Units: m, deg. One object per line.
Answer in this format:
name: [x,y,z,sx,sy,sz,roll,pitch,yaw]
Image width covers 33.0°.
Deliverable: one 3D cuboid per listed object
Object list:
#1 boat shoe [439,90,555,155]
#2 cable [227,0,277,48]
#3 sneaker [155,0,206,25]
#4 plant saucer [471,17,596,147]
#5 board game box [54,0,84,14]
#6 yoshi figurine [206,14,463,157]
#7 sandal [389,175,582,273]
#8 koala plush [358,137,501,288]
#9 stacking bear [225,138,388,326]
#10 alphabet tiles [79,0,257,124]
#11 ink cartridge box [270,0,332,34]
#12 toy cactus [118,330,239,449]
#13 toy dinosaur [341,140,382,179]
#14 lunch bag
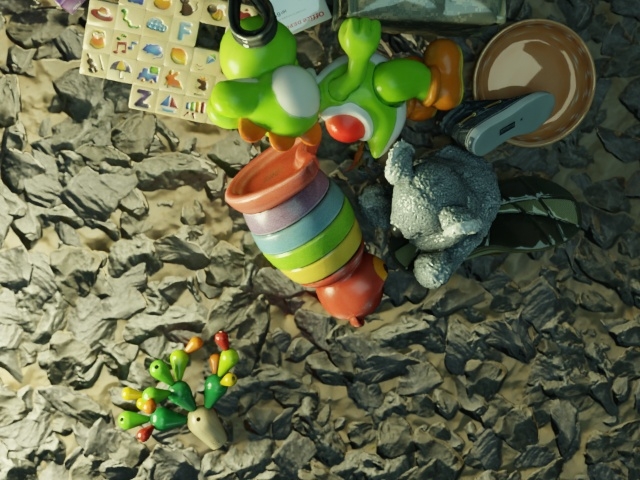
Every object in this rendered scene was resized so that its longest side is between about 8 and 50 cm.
boat shoe: [0.270,-0.195,1.647,0.183,0.083,0.065,-27,136,-28]
cable: [-0.116,-0.390,1.507,0.139,0.287,0.072,0,143,7]
sneaker: [-0.242,-0.409,1.553,0.098,0.083,0.223,-20,105,1]
plant saucer: [0.331,-0.247,1.694,0.200,0.037,0.200,-2,103,-8]
board game box: [-0.307,-0.510,1.495,0.208,0.056,0.347,44,94,17]
yoshi figurine: [0.008,-0.249,1.547,0.362,0.203,0.203,-7,128,-21]
sandal: [0.258,-0.023,1.711,0.303,0.086,0.120,-12,82,12]
koala plush: [0.164,-0.061,1.577,0.203,0.221,0.196,-42,76,6]
stacking bear: [0.000,0.000,1.641,0.164,0.175,0.289,-28,114,16]
alphabet tiles: [-0.227,-0.275,1.584,0.237,0.009,0.198,10,121,-10]
ink cartridge box: [-0.046,-0.370,1.604,0.088,0.052,0.122,-24,106,-3]
toy cactus: [-0.202,0.257,1.698,0.219,0.112,0.180,-37,114,-8]
toy dinosaur: [0.070,-0.138,1.658,0.090,0.082,0.047,11,140,-38]
lunch bag: [0.146,-0.448,1.559,0.235,0.169,0.287,2,91,-8]
